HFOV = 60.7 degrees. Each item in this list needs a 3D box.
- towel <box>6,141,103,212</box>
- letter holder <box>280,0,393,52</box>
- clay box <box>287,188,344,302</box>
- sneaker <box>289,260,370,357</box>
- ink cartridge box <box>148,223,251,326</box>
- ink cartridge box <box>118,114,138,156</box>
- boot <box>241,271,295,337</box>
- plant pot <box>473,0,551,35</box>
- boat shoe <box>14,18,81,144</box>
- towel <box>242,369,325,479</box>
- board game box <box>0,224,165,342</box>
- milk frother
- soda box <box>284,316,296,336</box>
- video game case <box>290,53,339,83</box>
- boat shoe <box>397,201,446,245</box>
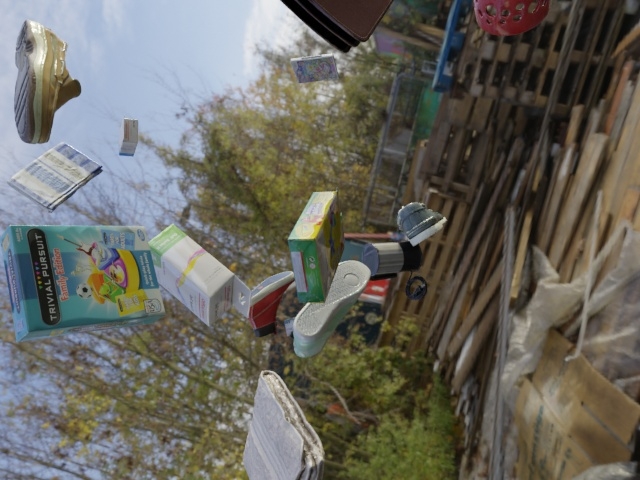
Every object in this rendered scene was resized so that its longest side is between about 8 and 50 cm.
[{"bbox_3d":[-0.992,-0.242,2.058,0.285,0.209,0.034,-55,-4,-38],"label":"towel"},{"bbox_3d":[-0.014,-0.550,1.195,0.152,0.301,0.215,-27,30,56],"label":"letter holder"},{"bbox_3d":[0.000,0.000,0.999,0.222,0.053,0.128,-67,-28,-60],"label":"clay box"},{"bbox_3d":[0.017,0.161,1.279,0.256,0.094,0.151,-44,-19,-32],"label":"sneaker"},{"bbox_3d":[-0.392,0.137,1.767,0.119,0.353,0.207,-43,-18,-32],"label":"ink cartridge box"},{"bbox_3d":[-0.355,-0.193,1.013,0.083,0.028,0.048,152,117,-61],"label":"ink cartridge box"},{"bbox_3d":[-0.162,0.232,1.954,0.244,0.088,0.176,-35,-71,-34],"label":"boot"},{"bbox_3d":[0.479,-0.645,1.377,0.174,0.191,0.191,50,-130,-56],"label":"plant pot"},{"bbox_3d":[-0.334,-0.195,0.682,0.068,0.072,0.190,-35,57,37],"label":"boat shoe"},{"bbox_3d":[-0.072,0.358,0.903,0.282,0.049,0.187,-150,71,-66],"label":"towel"},{"bbox_3d":[-0.569,0.092,1.334,0.335,0.079,0.254,-1,-113,-48],"label":"board game box"},{"bbox_3d":[0.192,0.079,1.393,0.143,0.134,0.129,-125,39,-49],"label":"milk frother"},{"bbox_3d":[-0.075,0.309,2.006,0.183,0.058,0.063,13,-116,-76],"label":"soda box"},{"bbox_3d":[-0.015,-0.485,1.546,0.087,0.121,0.011,65,-155,-59],"label":"video game case"},{"bbox_3d":[0.256,-0.057,1.429,0.116,0.099,0.319,-34,-2,12],"label":"boat shoe"}]
